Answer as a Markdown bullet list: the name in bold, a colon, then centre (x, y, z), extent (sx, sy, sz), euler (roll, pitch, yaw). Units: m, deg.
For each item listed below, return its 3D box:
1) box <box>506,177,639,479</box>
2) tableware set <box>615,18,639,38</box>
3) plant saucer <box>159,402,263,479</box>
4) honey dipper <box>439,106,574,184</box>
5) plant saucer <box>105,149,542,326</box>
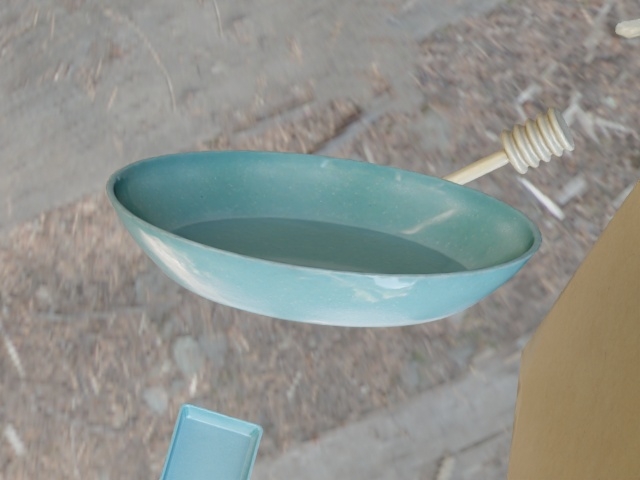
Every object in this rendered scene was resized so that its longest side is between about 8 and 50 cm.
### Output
- **box**: centre (0.094, 0.068, 0.551), extent (0.021, 0.201, 0.164), euler (19, 137, -7)
- **tableware set**: centre (0.145, -0.140, 0.582), extent (0.104, 0.024, 0.154), euler (-8, 74, 24)
- **plant saucer**: centre (-0.098, 0.217, 1.303), extent (0.067, 0.018, 0.192), euler (18, 61, -5)
- **honey dipper**: centre (0.081, -0.035, 1.088), extent (0.161, 0.030, 0.030), euler (-27, 109, 19)
- **plant saucer**: centre (0.000, 0.000, 0.478), extent (0.119, 0.119, 0.021), euler (5, 107, -8)
